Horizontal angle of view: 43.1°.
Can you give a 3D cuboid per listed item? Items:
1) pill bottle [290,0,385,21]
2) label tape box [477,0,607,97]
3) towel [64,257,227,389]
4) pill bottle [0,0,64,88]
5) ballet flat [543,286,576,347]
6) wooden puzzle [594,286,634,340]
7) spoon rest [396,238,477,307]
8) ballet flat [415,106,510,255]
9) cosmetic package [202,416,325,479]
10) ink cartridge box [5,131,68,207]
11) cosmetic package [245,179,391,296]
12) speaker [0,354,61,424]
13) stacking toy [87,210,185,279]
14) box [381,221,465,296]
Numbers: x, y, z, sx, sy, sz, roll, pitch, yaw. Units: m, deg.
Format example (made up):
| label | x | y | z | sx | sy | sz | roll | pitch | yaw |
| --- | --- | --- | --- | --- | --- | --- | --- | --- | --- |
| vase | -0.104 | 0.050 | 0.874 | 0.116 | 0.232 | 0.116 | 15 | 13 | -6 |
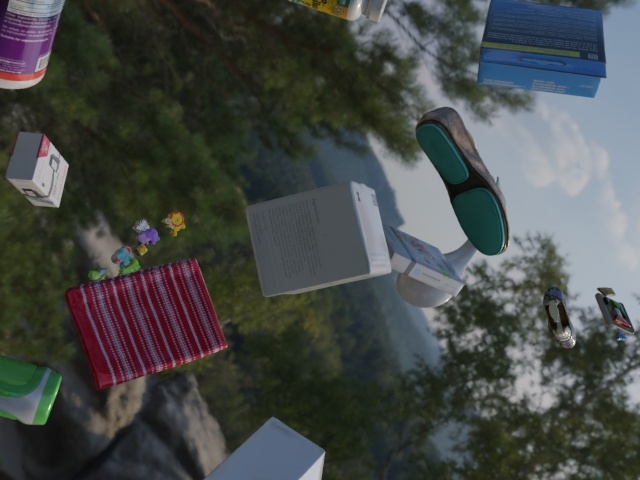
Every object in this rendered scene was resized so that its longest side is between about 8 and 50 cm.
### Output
| label | x | y | z | sx | sy | sz | roll | pitch | yaw |
| --- | --- | --- | --- | --- | --- | --- | --- | --- | --- |
| pill bottle | 0.039 | -0.536 | 1.716 | 0.117 | 0.208 | 0.117 | 19 | 90 | -88 |
| label tape box | 0.446 | -0.373 | 1.649 | 0.333 | 0.241 | 0.106 | -67 | 163 | -50 |
| towel | -0.325 | 0.150 | 1.529 | 0.031 | 0.275 | 0.199 | -32 | -105 | 56 |
| pill bottle | -0.598 | -0.470 | 1.582 | 0.181 | 0.323 | 0.181 | 20 | 35 | -15 |
| ballet flat | 0.390 | 0.133 | 1.331 | 0.041 | 0.041 | 0.114 | -107 | 177 | -75 |
| wooden puzzle | 0.518 | 0.126 | 1.422 | 0.078 | 0.014 | 0.116 | 13 | 47 | -35 |
| spoon rest | 0.294 | 0.050 | 1.873 | 0.137 | 0.276 | 0.084 | 39 | -16 | 33 |
| ballet flat | 0.292 | -0.121 | 1.556 | 0.106 | 0.107 | 0.316 | -49 | 117 | -43 |
| cosmetic package | -0.115 | 0.495 | 1.505 | 0.138 | 0.224 | 0.224 | 26 | -49 | 27 |
| ink cartridge box | -0.603 | -0.149 | 1.736 | 0.150 | 0.063 | 0.109 | 79 | 17 | -70 |
| cosmetic package | 0.000 | 0.000 | 1.320 | 0.151 | 0.184 | 0.151 | 3 | 75 | -72 |
| speaker | -0.700 | 0.290 | 1.679 | 0.296 | 0.131 | 0.131 | 19 | 15 | -12 |
| stacking toy | -0.438 | 0.015 | 1.910 | 0.167 | 0.221 | 0.052 | -8 | -59 | 50 |
| box | 0.186 | 0.033 | 1.629 | 0.186 | 0.038 | 0.145 | 25 | 20 | -28 |
